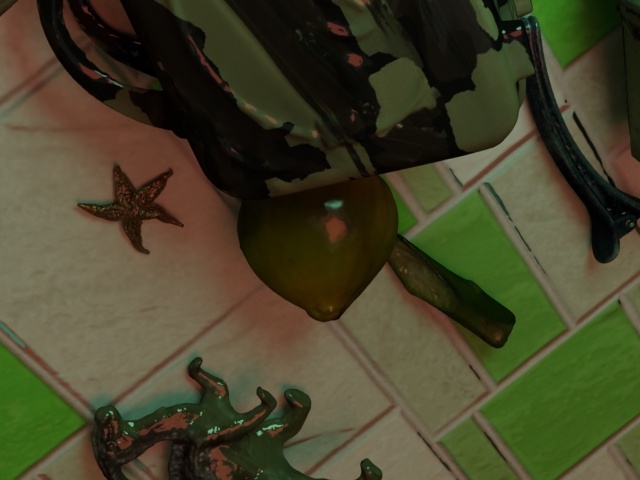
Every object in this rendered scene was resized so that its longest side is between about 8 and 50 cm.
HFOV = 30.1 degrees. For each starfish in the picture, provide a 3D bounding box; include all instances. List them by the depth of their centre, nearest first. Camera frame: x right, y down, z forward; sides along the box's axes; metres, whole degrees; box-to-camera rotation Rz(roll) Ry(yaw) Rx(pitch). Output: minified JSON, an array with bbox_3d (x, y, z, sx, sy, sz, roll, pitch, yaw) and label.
[{"bbox_3d":[-0.162,-0.025,1.015,0.086,0.016,0.092,-13,123,-13],"label":"starfish"}]

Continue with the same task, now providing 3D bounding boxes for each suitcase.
[{"bbox_3d":[-0.038,-0.207,0.861,0.339,0.194,0.352,-13,124,17],"label":"suitcase"}]

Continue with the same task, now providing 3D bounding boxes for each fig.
[{"bbox_3d":[0.000,-0.011,1.021,0.135,0.121,0.153,-8,138,24],"label":"fig"}]

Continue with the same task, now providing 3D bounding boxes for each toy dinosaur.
[{"bbox_3d":[-0.078,0.210,1.138,0.294,0.077,0.162,37,103,-18],"label":"toy dinosaur"}]

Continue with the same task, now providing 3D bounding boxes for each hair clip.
[{"bbox_3d":[0.241,-0.093,1.125,0.083,0.048,0.275,-36,122,4],"label":"hair clip"}]

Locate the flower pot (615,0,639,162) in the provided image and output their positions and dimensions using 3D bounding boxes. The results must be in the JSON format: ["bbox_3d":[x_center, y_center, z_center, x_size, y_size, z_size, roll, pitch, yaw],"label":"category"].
[{"bbox_3d":[0.354,-0.162,1.049,0.212,0.212,0.203,-20,129,-11],"label":"flower pot"}]

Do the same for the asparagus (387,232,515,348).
[{"bbox_3d":[0.123,0.049,1.153,0.178,0.041,0.045,34,92,-31],"label":"asparagus"}]

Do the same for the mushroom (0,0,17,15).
[{"bbox_3d":[-0.310,-0.250,0.642,0.362,0.295,0.362,6,125,9],"label":"mushroom"}]
